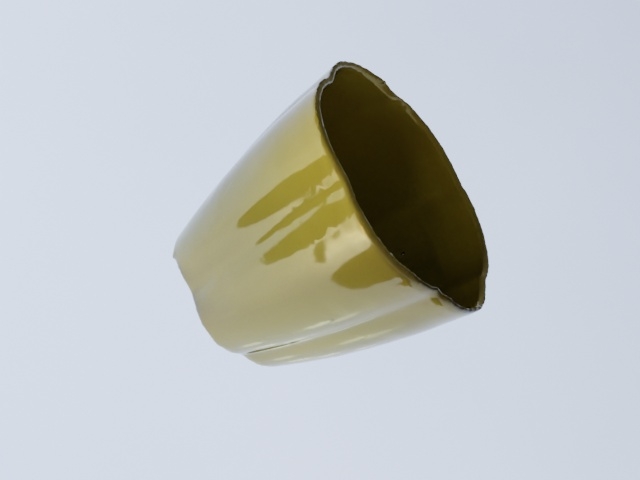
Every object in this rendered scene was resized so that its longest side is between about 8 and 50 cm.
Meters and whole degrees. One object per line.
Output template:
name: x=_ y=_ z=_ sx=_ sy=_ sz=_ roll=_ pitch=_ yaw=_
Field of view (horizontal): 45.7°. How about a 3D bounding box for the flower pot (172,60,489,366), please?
flower pot: x=0.000 y=0.000 z=0.559 sx=0.195 sy=0.179 sz=0.195 roll=37 pitch=-144 yaw=-32
